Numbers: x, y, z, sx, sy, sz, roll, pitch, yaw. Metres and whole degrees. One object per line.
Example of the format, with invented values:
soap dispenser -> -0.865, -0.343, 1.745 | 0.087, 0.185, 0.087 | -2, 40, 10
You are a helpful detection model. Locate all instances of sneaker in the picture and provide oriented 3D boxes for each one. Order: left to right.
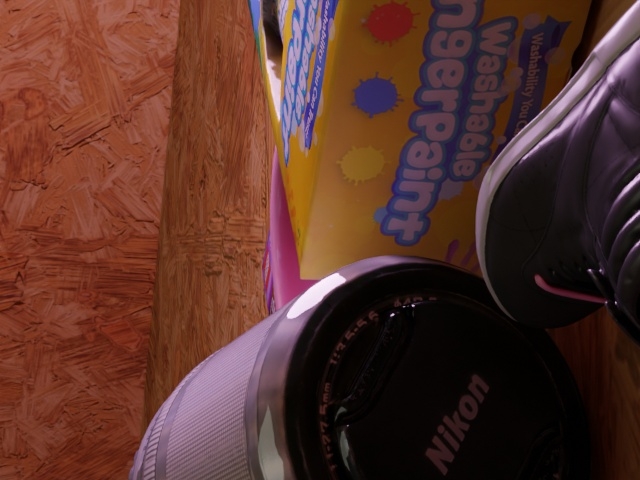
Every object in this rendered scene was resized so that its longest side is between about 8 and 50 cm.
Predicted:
sneaker -> 0.149, 0.009, 0.894 | 0.296, 0.104, 0.147 | 118, 156, -57

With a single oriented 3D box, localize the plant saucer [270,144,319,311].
plant saucer -> 0.035, 0.049, 1.432 | 0.332, 0.084, 0.332 | 173, 90, -77

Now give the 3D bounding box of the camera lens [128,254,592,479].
camera lens -> 0.017, 0.144, 1.134 | 0.274, 0.219, 0.219 | -36, 53, 57

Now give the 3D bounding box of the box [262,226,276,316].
box -> 0.000, 0.000, 1.730 | 0.293, 0.057, 0.201 | 103, 164, -45

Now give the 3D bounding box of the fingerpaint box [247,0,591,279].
fingerpaint box -> 0.060, -0.257, 1.196 | 0.371, 0.163, 0.445 | -102, 17, -47
